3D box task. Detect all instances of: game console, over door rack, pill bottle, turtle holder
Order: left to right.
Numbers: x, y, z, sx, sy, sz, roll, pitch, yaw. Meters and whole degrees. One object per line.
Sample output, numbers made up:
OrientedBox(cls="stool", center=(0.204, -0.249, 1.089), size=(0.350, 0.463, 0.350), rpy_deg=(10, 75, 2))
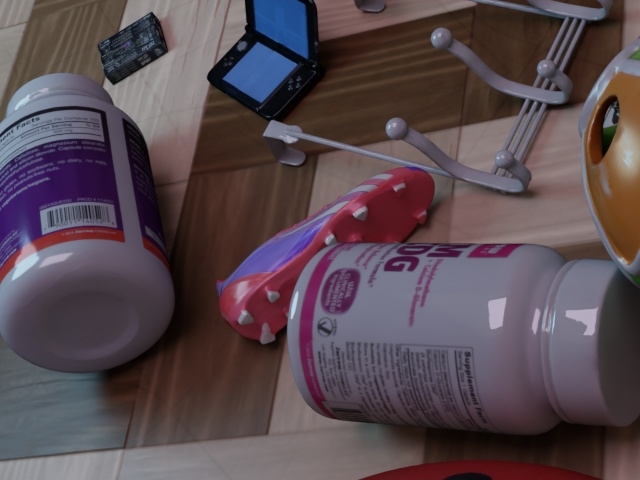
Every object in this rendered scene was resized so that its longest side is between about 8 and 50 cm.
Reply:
OrientedBox(cls="pill bottle", center=(-0.263, -0.029, 1.591), size=(0.181, 0.181, 0.323), rpy_deg=(-28, 46, 12))
OrientedBox(cls="game console", center=(-0.069, -0.222, 1.680), size=(0.124, 0.085, 0.144), rpy_deg=(-47, 45, -7))
OrientedBox(cls="over door rack", center=(0.104, -0.180, 1.522), size=(0.324, 0.108, 0.239), rpy_deg=(10, 63, 38))
OrientedBox(cls="pill bottle", center=(0.128, 0.081, 1.268), size=(0.283, 0.160, 0.160), rpy_deg=(0, 58, 32))
OrientedBox(cls="turtle holder", center=(0.350, -0.073, 1.158), size=(0.320, 0.243, 0.227), rpy_deg=(-35, 62, -17))

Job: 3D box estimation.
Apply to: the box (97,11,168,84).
OrientedBox(cls="box", center=(-0.232, -0.238, 1.845), size=(0.083, 0.018, 0.067), rpy_deg=(-30, 46, 10))

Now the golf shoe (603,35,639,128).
OrientedBox(cls="golf shoe", center=(0.293, -0.134, 1.375), size=(0.077, 0.094, 0.198), rpy_deg=(13, 66, 37))

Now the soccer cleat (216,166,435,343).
OrientedBox(cls="soccer cleat", center=(0.000, 0.000, 1.474), size=(0.248, 0.083, 0.095), rpy_deg=(-40, 40, 4))

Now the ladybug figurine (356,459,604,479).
OrientedBox(cls="ladybug figurine", center=(0.088, 0.297, 1.128), size=(0.449, 0.162, 0.305), rpy_deg=(-10, 53, 27))
